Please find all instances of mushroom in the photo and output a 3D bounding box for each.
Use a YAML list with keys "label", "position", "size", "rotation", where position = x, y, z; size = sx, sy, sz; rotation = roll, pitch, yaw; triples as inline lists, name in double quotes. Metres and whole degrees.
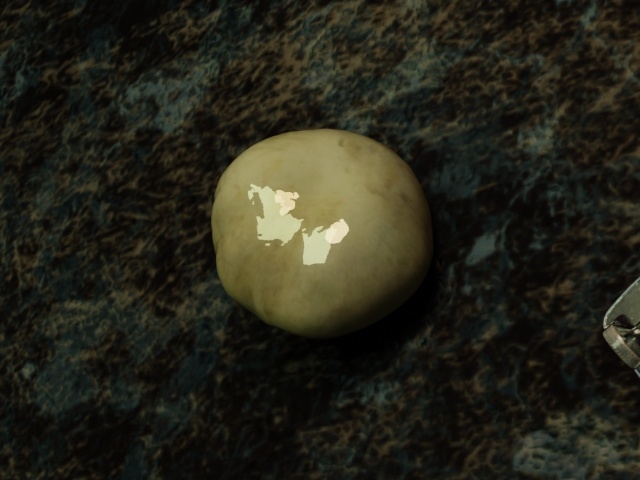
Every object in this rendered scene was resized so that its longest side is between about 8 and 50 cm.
- label: "mushroom"
  position: [0.000, 0.000, 1.237]
  size: [0.154, 0.122, 0.154]
  rotation: [2, 51, -2]

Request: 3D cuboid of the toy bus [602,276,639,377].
- label: "toy bus"
  position: [0.225, 0.084, 1.019]
  size: [0.073, 0.076, 0.167]
  rotation: [-42, 47, 12]
